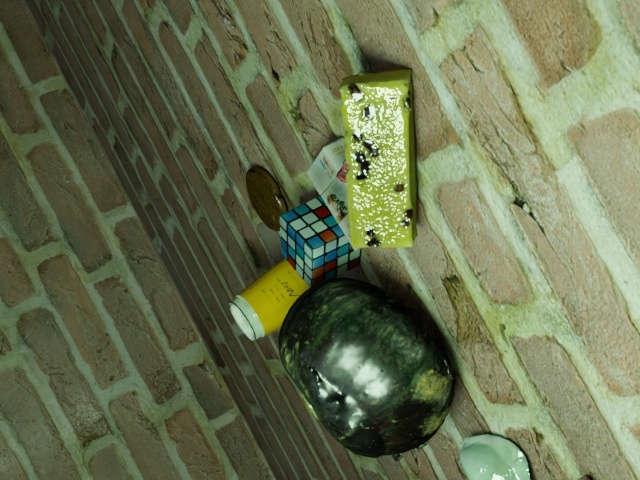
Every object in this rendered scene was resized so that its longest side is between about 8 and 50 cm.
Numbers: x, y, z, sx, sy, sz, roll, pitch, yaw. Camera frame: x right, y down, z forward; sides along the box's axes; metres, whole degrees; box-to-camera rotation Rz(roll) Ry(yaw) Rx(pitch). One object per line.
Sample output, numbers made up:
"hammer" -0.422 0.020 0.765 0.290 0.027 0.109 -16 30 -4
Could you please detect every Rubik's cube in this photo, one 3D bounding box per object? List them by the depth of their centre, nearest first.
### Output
"Rubik's cube" 0.000 0.000 1.912 0.151 0.154 0.155 47 151 32

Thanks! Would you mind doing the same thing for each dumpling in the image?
"dumpling" 0.412 0.524 1.737 0.217 0.149 0.105 54 -166 32

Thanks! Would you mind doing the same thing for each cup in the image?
"cup" -0.110 0.157 2.153 0.196 0.279 0.196 45 156 26

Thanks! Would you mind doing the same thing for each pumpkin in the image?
"pumpkin" 0.108 0.292 1.774 0.454 0.344 0.454 49 171 11

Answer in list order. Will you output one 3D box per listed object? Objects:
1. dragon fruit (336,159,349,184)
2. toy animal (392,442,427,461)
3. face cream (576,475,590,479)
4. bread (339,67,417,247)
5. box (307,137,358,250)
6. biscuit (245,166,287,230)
"dragon fruit" 0.119 -0.171 1.590 0.106 0.083 0.162 38 120 5
"toy animal" 0.237 0.508 2.062 0.121 0.093 0.225 62 159 23
"face cream" 0.502 0.552 1.501 0.104 0.149 0.149 53 154 20
"bread" 0.117 -0.154 1.504 0.138 0.077 0.362 1 119 14
"box" 0.067 -0.106 1.776 0.233 0.067 0.149 59 155 8
"biscuit" -0.158 -0.122 2.241 0.212 0.036 0.212 46 151 35
